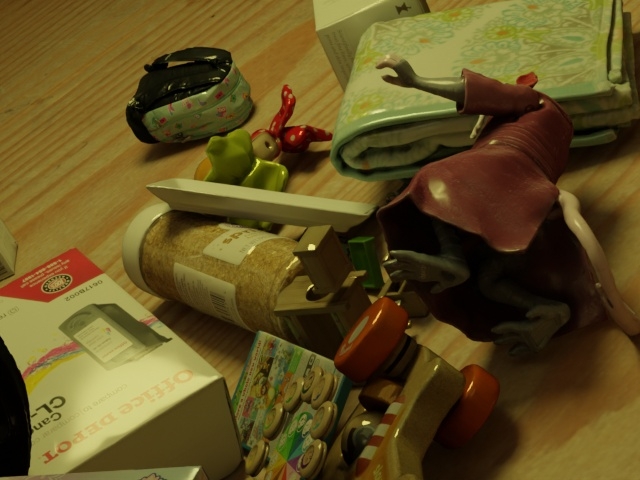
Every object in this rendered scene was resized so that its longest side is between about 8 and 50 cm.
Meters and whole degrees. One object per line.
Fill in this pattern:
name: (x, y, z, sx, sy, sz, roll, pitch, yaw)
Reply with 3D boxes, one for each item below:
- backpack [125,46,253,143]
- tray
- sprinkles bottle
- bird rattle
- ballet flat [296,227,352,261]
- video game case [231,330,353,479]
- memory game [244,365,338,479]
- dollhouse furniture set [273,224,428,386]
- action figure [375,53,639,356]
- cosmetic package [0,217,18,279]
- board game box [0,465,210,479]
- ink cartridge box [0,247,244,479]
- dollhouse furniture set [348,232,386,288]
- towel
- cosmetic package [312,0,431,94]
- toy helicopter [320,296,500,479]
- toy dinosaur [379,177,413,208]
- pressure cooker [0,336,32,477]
backpack: (-0.198, -0.223, 2.250, 0.182, 0.115, 0.152, -13, 42, 23)
tray: (-0.068, -0.042, 1.767, 0.270, 0.030, 0.145, 8, 8, 7)
sprinkles bottle: (-0.101, 0.039, 1.705, 0.121, 0.121, 0.355, -40, 30, -23)
bird rattle: (-0.114, -0.107, 1.973, 0.207, 0.143, 0.253, -31, 20, 29)
ballet flat: (0.000, 0.000, 1.770, 0.041, 0.041, 0.114, -39, 29, -22)
video game case: (-0.036, 0.167, 1.473, 0.166, 0.015, 0.119, 17, 86, 53)
memory game: (-0.035, 0.200, 1.317, 0.186, 0.012, 0.186, -54, 19, 29)
dollhouse furniture set: (0.024, 0.036, 1.531, 0.101, 0.182, 0.161, -6, 34, 35)
action figure: (0.198, -0.076, 1.499, 0.276, 0.248, 0.370, -9, 36, 31)
cosmetic package: (-0.532, -0.053, 2.114, 0.060, 0.239, 0.099, -25, 27, 7)
board game box: (-0.157, 0.309, 1.076, 0.318, 0.318, 0.066, -8, 32, 31)
ink cartridge box: (-0.259, 0.165, 1.509, 0.226, 0.131, 0.306, -31, 41, -25)
dollhouse furniture set: (0.107, 0.005, 1.685, 0.152, 0.058, 0.076, -22, 13, -34)
towel: (0.212, -0.202, 1.824, 0.375, 0.090, 0.320, -6, 31, 15)
cosmetic package: (0.086, -0.302, 2.092, 0.151, 0.151, 0.183, -22, 27, 10)
toy helicopter: (0.045, 0.206, 1.243, 0.235, 0.140, 0.355, -52, 7, 8)
toy dinosaur: (0.108, -0.056, 1.795, 0.090, 0.047, 0.082, 38, 54, 25)
pressure cooker: (-0.494, 0.136, 1.248, 0.375, 0.369, 0.420, -40, 35, -19)
